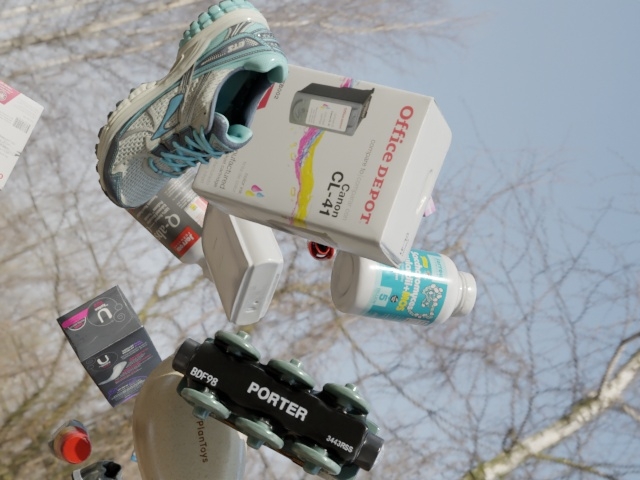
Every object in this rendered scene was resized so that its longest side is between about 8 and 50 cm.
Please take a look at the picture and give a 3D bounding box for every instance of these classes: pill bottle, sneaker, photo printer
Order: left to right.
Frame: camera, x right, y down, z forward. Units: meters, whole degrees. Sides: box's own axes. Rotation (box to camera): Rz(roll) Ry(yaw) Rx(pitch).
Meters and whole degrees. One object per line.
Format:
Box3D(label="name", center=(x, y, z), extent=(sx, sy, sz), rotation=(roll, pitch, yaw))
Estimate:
Box3D(label="sneaker", center=(-0.570, 0.652, 2.423), extent=(0.078, 0.106, 0.234), rotation=(59, 3, 33))
Box3D(label="pill bottle", center=(-0.367, -0.066, 2.472), extent=(0.363, 0.210, 0.210), rotation=(44, -25, -6))
Box3D(label="sneaker", center=(-0.147, -0.132, 1.004), extent=(0.283, 0.110, 0.122), rotation=(-50, -120, 18))
Box3D(label="photo printer", center=(-0.202, 0.013, 2.171), extent=(0.256, 0.107, 0.307), rotation=(113, -38, -46))
Box3D(label="sneaker", center=(-0.001, 0.000, 2.419), extent=(0.270, 0.090, 0.144), rotation=(97, -3, -65))
Box3D(label="pill bottle", center=(0.163, 0.085, 1.711), extent=(0.146, 0.264, 0.146), rotation=(-170, -90, -69))

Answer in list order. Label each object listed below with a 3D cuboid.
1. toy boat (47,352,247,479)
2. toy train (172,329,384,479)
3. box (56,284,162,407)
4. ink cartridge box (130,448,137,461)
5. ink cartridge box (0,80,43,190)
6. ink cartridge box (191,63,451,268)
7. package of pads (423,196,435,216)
Box3D(label="toy boat", center=(-0.281, 0.318, 1.469), extent=(0.148, 0.318, 0.267), rotation=(166, -78, -67))
Box3D(label="toy train", center=(-0.064, 0.251, 1.314), extent=(0.334, 0.142, 0.190), rotation=(25, -21, 8))
Box3D(label="box", center=(-0.492, 0.256, 2.135), extent=(0.143, 0.165, 0.270), rotation=(51, -16, 29))
Box3D(label="ink cartridge box", center=(-0.349, 0.417, 1.818), extent=(0.028, 0.048, 0.083), rotation=(-91, -155, -63))
Box3D(label="ink cartridge box", center=(-0.741, -0.241, 1.981), extent=(0.092, 0.217, 0.158), rotation=(18, -10, 32))
Box3D(label="ink cartridge box", center=(0.002, -0.117, 1.276), extent=(0.306, 0.226, 0.131), rotation=(16, -10, 24))
Box3D(label="package of pads", center=(0.161, -0.083, 1.518), extent=(0.050, 0.032, 0.083), rotation=(11, -54, 53))
